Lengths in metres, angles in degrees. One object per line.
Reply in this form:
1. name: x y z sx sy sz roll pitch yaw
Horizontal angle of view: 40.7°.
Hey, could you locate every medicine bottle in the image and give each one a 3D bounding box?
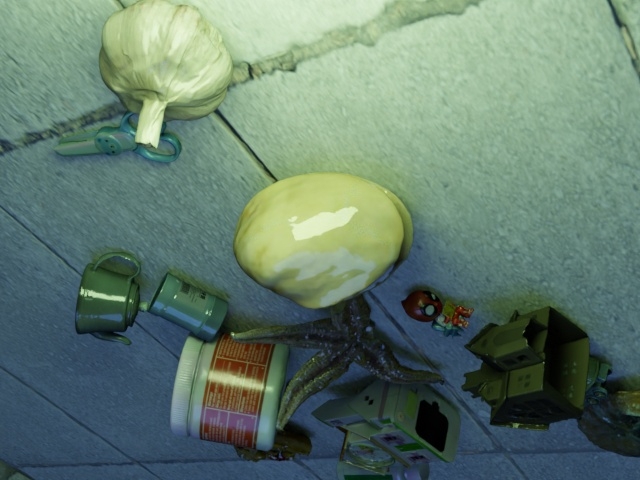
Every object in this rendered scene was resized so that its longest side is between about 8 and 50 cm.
1. medicine bottle: -0.205 0.346 2.007 0.241 0.252 0.252 11 144 1
2. medicine bottle: 0.173 0.638 2.396 0.260 0.095 0.095 -9 137 33

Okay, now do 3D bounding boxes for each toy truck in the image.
1. toy truck: 0.539 0.305 1.824 0.100 0.077 0.169 26 145 3

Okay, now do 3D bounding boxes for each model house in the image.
1. model house: 0.369 0.251 1.706 0.204 0.211 0.243 38 139 -24

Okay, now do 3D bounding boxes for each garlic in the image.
1. garlic: -0.243 -0.236 1.300 0.219 0.212 0.218 8 148 5

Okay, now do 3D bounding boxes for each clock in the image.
1. clock: 0.147 0.459 2.107 0.310 0.166 0.235 -20 131 42

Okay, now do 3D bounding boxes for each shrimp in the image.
1. shrimp: 0.689 0.357 1.827 0.221 0.109 0.445 24 148 5

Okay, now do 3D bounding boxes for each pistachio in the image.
1. pistachio: 0.000 0.000 1.513 0.321 0.229 0.237 -6 96 19

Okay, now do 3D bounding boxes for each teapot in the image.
1. teapot: -0.460 0.132 1.940 0.149 0.162 0.239 9 115 -4

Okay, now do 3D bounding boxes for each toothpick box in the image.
1. toothpick box: -0.295 0.148 1.922 0.153 0.101 0.101 29 142 -14

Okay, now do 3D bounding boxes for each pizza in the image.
1. pizza: -0.197 0.568 2.436 0.251 0.074 0.288 31 144 -34

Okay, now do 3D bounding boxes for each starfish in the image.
1. starfish: 0.042 0.245 1.837 0.384 0.132 0.398 -25 134 -5

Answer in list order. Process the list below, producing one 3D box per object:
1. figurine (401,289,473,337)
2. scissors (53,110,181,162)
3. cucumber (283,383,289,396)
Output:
1. figurine: 0.232 0.143 1.742 0.140 0.068 0.075 22 148 3
2. scissors: -0.381 -0.183 1.575 0.256 0.030 0.125 -5 138 23
3. cucumber: -0.100 0.431 2.251 0.067 0.067 0.245 25 145 -11
